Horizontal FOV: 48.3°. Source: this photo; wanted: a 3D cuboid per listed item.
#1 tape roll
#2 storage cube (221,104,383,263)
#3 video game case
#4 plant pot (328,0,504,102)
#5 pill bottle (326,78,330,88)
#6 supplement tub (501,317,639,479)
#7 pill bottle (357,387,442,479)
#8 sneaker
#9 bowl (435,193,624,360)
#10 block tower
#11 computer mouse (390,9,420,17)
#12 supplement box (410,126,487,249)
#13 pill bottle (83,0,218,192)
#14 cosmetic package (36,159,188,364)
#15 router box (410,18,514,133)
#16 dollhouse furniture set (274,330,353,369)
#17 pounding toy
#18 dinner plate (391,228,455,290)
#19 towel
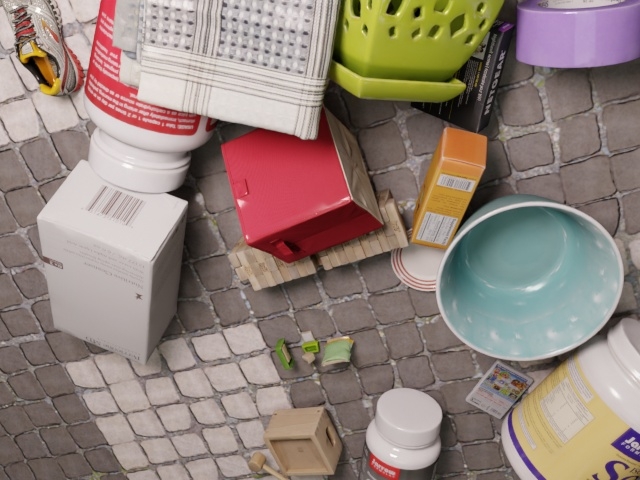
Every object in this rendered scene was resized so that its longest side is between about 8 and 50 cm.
[{"bbox_3d":[0.392,-0.321,1.077,0.188,0.189,0.080,-2,116,11],"label":"tape roll"},{"bbox_3d":[-0.028,-0.095,1.224,0.193,0.183,0.215,-21,71,16],"label":"storage cube"},{"bbox_3d":[0.373,0.312,1.492,0.087,0.011,0.122,29,118,-4],"label":"video game case"},{"bbox_3d":[0.101,-0.325,1.034,0.227,0.228,0.207,-5,123,-31],"label":"plant pot"},{"bbox_3d":[-0.029,-0.315,1.194,0.119,0.119,0.209,23,117,-2],"label":"pill bottle"},{"bbox_3d":[0.530,0.331,1.344,0.241,0.241,0.331,32,117,-7],"label":"supplement tub"},{"bbox_3d":[0.167,0.469,1.522,0.161,0.161,0.283,9,117,6],"label":"pill bottle"},{"bbox_3d":[-0.503,-0.363,1.269,0.088,0.093,0.225,-18,111,18],"label":"sneaker"},{"bbox_3d":[0.357,0.041,1.270,0.311,0.163,0.312,3,119,5],"label":"bowl"},{"bbox_3d":[0.000,0.000,1.361,0.335,0.097,0.091,-16,112,19],"label":"block tower"},{"bbox_3d":[0.164,-0.405,1.166,0.071,0.041,0.242,22,113,12],"label":"computer mouse"},{"bbox_3d":[0.218,-0.084,1.240,0.080,0.078,0.233,13,144,-1],"label":"supplement box"},{"bbox_3d":[-0.261,-0.295,1.183,0.229,0.229,0.408,21,117,-1],"label":"pill bottle"},{"bbox_3d":[-0.385,0.056,1.346,0.217,0.156,0.385,21,140,2],"label":"cosmetic package"},{"bbox_3d":[0.226,-0.280,1.161,0.133,0.046,0.179,29,133,26],"label":"router box"},{"bbox_3d":[-0.012,0.220,1.479,0.151,0.076,0.059,-14,113,17],"label":"dollhouse furniture set"},{"bbox_3d":[-0.061,0.470,1.608,0.206,0.094,0.181,-10,119,25],"label":"pounding toy"},{"bbox_3d":[0.207,0.033,1.381,0.141,0.017,0.141,4,117,8],"label":"dinner plate"},{"bbox_3d":[-0.134,-0.318,0.971,0.324,0.056,0.312,17,117,11],"label":"towel"}]
